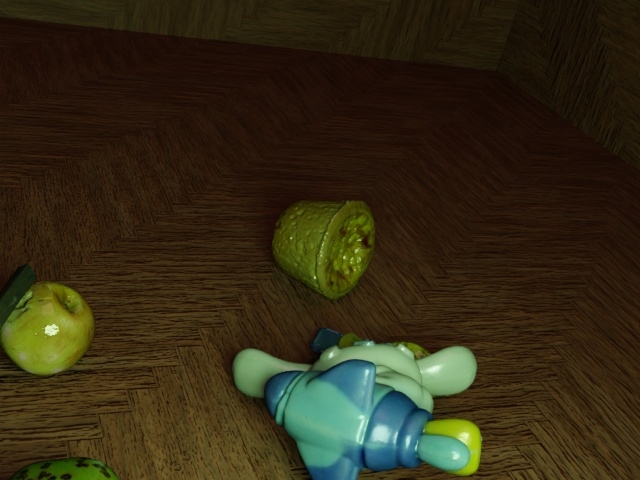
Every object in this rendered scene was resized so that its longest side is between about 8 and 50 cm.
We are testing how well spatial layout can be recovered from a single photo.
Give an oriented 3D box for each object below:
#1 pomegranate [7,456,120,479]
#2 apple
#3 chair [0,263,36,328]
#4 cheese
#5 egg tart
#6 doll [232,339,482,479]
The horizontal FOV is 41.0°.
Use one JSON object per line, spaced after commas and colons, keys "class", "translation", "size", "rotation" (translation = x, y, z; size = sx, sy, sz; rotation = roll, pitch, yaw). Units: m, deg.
{"class": "pomegranate", "translation": [-0.294, 0.319, 0.990], "size": [0.159, 0.159, 0.205], "rotation": [10, 3, -8]}
{"class": "apple", "translation": [-0.405, 0.128, 1.280], "size": [0.146, 0.146, 0.146], "rotation": [11, 28, -6]}
{"class": "chair", "translation": [-0.564, 0.122, 1.067], "size": [0.241, 0.203, 0.416], "rotation": [-21, 26, 11]}
{"class": "cheese", "translation": [0.106, 0.207, 1.459], "size": [0.250, 0.064, 0.156], "rotation": [21, 28, 10]}
{"class": "egg tart", "translation": [0.000, 0.000, 1.665], "size": [0.147, 0.202, 0.202], "rotation": [20, 27, 29]}
{"class": "doll", "translation": [0.060, 0.225, 1.224], "size": [0.376, 0.187, 0.365], "rotation": [-18, 12, 0]}
